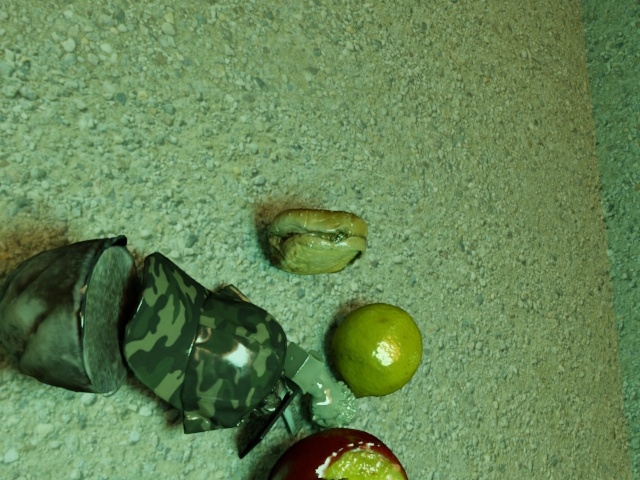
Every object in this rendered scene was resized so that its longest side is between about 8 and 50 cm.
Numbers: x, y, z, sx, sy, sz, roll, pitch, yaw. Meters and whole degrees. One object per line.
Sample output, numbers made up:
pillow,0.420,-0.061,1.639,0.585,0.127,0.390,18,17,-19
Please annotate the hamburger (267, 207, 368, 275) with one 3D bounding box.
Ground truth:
hamburger,0.000,0.000,1.917,0.286,0.243,0.146,22,62,-55

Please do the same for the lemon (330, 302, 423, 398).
lemon,0.146,0.272,1.997,0.228,0.229,0.253,53,43,-20

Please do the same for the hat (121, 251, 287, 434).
hat,-0.222,0.192,1.621,0.381,0.258,0.366,76,16,-56

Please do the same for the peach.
peach,0.017,0.623,1.739,0.335,0.310,0.405,-2,88,-39

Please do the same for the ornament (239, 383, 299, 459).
ornament,-0.181,0.353,1.779,0.196,0.153,0.166,41,50,1

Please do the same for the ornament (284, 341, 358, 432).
ornament,-0.007,0.349,1.882,0.130,0.120,0.285,-39,122,-17

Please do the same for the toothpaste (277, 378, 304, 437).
toothpaste,-0.092,0.373,1.881,0.056,0.036,0.205,-42,112,-58

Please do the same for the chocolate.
chocolate,-0.479,0.137,1.453,0.303,0.213,0.303,2,90,-85
